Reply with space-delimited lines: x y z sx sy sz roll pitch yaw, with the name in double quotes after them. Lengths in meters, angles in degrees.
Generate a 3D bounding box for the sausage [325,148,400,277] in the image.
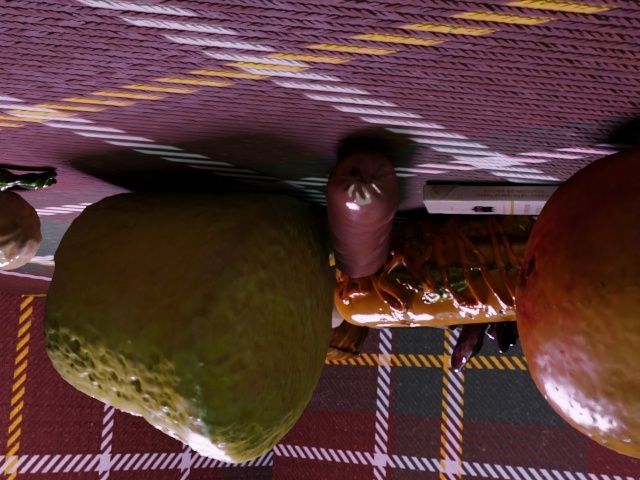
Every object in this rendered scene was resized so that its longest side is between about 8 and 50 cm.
0.049 -0.024 1.211 0.088 0.087 0.433 3 167 1 "sausage"

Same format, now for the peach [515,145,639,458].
0.370 0.062 0.962 0.373 0.372 0.290 -4 -158 39 "peach"

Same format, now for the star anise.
0.273 0.082 1.540 0.283 0.212 0.129 -6 157 6 "star anise"

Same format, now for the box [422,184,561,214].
0.211 -0.048 1.234 0.167 0.024 0.090 1 172 10 "box"

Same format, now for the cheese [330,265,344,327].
-0.076 0.033 1.534 0.286 0.082 0.163 29 -158 -14 "cheese"

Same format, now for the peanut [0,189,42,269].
-0.501 -0.028 1.352 0.257 0.123 0.123 10 170 -13 "peanut"

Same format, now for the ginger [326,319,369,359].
-0.057 0.148 2.154 0.254 0.176 0.418 7 172 33 "ginger"

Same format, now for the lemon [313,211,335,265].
0.000 0.000 1.439 0.111 0.082 0.082 -15 164 27 "lemon"

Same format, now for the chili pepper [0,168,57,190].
-0.369 -0.075 1.258 0.091 0.030 0.034 1 146 -1 "chili pepper"

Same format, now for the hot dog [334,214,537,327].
0.163 0.037 1.398 0.349 0.158 0.117 -4 150 38 "hot dog"

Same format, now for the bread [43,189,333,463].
-0.160 0.096 1.323 0.308 0.348 0.348 9 175 29 "bread"
